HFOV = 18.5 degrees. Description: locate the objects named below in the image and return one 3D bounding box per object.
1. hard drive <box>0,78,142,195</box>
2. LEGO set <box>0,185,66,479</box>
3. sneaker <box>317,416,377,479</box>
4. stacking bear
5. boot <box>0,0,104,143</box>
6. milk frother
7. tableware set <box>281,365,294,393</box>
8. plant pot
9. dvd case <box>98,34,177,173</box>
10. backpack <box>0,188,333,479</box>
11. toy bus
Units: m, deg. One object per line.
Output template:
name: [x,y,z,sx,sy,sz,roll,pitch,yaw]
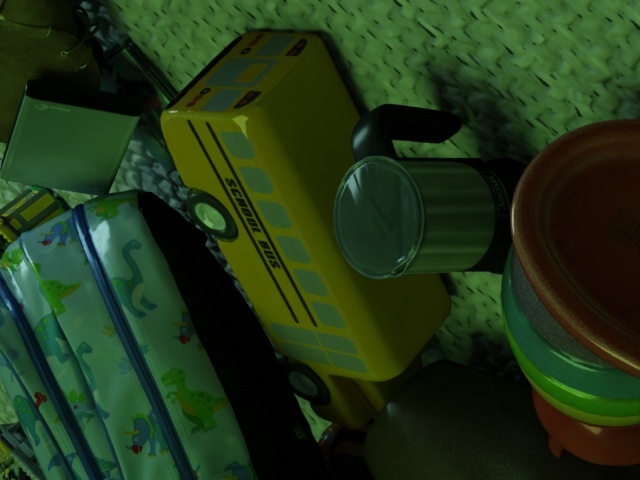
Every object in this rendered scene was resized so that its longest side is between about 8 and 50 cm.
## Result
hard drive: [-0.208,-0.084,1.622,0.094,0.022,0.135,10,150,-14]
LEGO set: [-0.291,0.125,1.936,0.255,0.192,0.331,46,152,8]
sneaker: [0.122,0.300,1.760,0.180,0.124,0.321,4,133,50]
stacking bear: [0.202,0.059,1.320,0.164,0.175,0.289,29,156,18]
boot: [-0.218,-0.182,1.578,0.115,0.112,0.305,17,143,-6]
milk frother: [0.059,-0.011,1.378,0.143,0.134,0.129,-54,55,31]
tableware set: [-0.088,0.114,1.875,0.141,0.020,0.169,43,152,0]
plant pot: [0.152,0.204,1.537,0.230,0.215,0.215,39,152,25]
dvd case: [-0.144,-0.112,1.647,0.119,0.013,0.087,51,150,-12]
backpack: [-0.137,0.131,1.648,0.290,0.273,0.356,12,-116,-81]
toy bus: [0.000,0.000,1.526,0.130,0.108,0.333,7,135,44]
